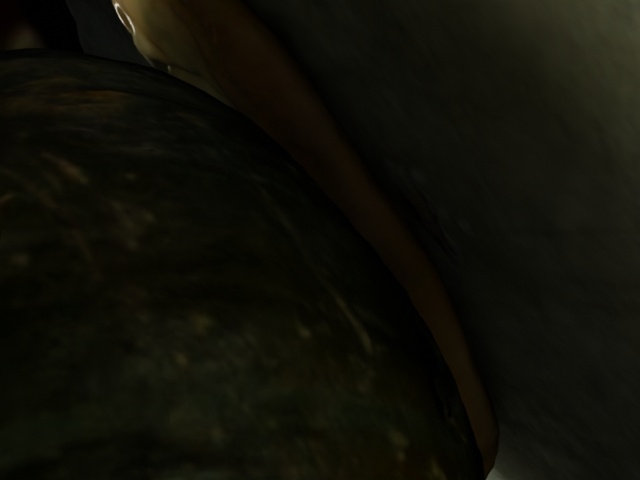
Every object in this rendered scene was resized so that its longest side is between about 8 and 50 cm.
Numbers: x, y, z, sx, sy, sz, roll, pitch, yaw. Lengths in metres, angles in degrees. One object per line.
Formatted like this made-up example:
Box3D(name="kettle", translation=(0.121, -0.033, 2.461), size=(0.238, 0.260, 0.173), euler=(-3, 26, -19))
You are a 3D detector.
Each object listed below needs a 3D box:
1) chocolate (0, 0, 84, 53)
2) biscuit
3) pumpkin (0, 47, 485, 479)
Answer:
Box3D(name="chocolate", translation=(-0.274, -0.099, 0.910), size=(0.225, 0.210, 0.340), euler=(-9, 109, 54))
Box3D(name="biscuit", translation=(0.002, 0.000, 0.855), size=(0.154, 0.045, 0.299), euler=(24, 146, 55))
Box3D(name="pumpkin", translation=(-0.100, 0.152, 0.728), size=(0.454, 0.344, 0.455), euler=(170, 90, -67))
